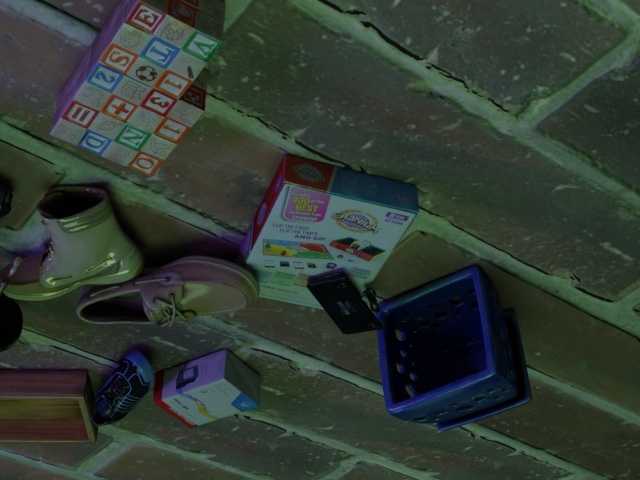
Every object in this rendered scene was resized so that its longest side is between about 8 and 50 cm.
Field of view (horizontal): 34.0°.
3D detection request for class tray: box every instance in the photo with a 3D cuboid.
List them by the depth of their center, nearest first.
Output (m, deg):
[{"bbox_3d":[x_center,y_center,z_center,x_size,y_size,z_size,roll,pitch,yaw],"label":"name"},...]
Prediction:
[{"bbox_3d":[-0.698,0.358,2.254,0.410,0.076,0.203,0,141,-3],"label":"tray"}]

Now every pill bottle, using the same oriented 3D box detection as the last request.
[{"bbox_3d":[-0.664,0.173,1.973,0.123,0.123,0.219,30,145,-32],"label":"pill bottle"}]

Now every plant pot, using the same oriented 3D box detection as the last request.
[{"bbox_3d":[0.262,0.224,1.989,0.236,0.236,0.212,-25,141,26],"label":"plant pot"}]

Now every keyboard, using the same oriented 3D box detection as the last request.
[{"bbox_3d":[0.058,0.113,1.905,0.108,0.023,0.180,-11,141,22],"label":"keyboard"}]

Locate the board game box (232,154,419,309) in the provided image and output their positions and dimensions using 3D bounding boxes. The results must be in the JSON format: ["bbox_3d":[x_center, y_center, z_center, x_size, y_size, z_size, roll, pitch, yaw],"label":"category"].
[{"bbox_3d":[0.000,0.000,1.833,0.242,0.064,0.316,13,139,-16],"label":"board game box"}]

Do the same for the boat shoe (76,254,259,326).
[{"bbox_3d":[-0.273,0.108,1.872,0.341,0.110,0.122,-4,129,22],"label":"boat shoe"}]

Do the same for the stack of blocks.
[{"bbox_3d":[-0.249,-0.238,1.518,0.171,0.087,0.297,22,135,-26],"label":"stack of blocks"}]

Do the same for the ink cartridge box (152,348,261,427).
[{"bbox_3d":[-0.257,0.322,2.212,0.231,0.078,0.134,-21,136,24],"label":"ink cartridge box"}]

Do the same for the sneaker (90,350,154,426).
[{"bbox_3d":[-0.416,0.317,2.177,0.081,0.090,0.232,45,139,14],"label":"sneaker"}]

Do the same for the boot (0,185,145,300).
[{"bbox_3d":[-0.458,0.005,1.805,0.262,0.095,0.203,-9,141,7],"label":"boot"}]

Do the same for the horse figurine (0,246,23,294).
[{"bbox_3d":[-0.601,0.084,1.794,0.066,0.174,0.263,36,167,-33],"label":"horse figurine"}]

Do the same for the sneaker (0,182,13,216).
[{"bbox_3d":[-0.625,-0.011,1.782,0.124,0.107,0.283,23,135,-35],"label":"sneaker"}]
